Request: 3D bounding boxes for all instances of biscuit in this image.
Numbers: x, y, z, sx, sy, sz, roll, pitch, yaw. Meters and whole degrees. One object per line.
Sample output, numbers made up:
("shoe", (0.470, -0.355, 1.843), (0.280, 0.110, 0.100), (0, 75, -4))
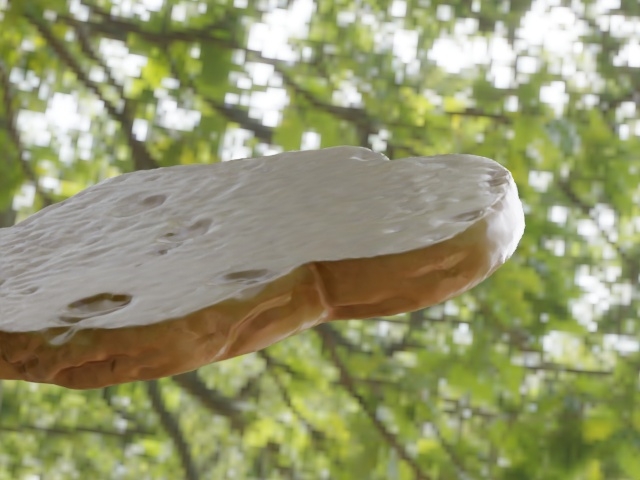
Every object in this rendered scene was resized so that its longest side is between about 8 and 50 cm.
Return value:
("biscuit", (-0.077, 0.016, 0.963), (0.376, 0.051, 0.269), (-5, 17, 22))
